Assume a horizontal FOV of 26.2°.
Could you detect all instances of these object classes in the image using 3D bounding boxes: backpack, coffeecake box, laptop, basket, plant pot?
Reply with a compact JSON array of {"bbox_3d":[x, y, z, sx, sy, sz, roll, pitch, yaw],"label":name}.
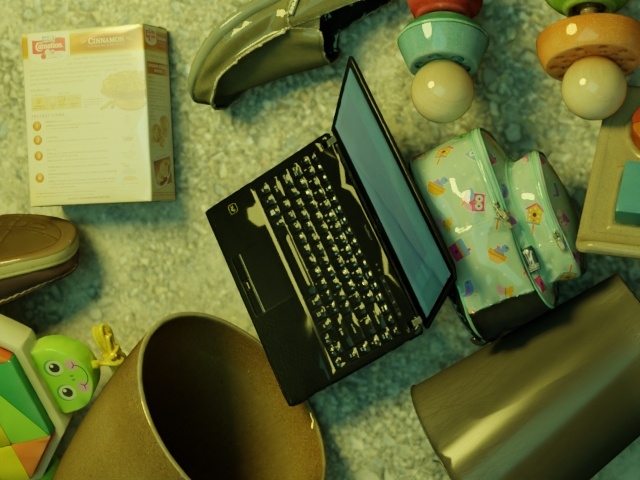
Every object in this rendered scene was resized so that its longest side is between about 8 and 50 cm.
[{"bbox_3d":[0.165,-0.016,1.293,0.144,0.166,0.188,-31,85,15],"label":"backpack"},{"bbox_3d":[-0.235,-0.131,1.462,0.142,0.068,0.185,-2,92,17],"label":"coffeecake box"},{"bbox_3d":[0.000,0.000,1.329,0.264,0.136,0.234,-31,71,21],"label":"laptop"},{"bbox_3d":[0.223,0.147,1.284,0.227,0.204,0.154,-36,120,10],"label":"basket"},{"bbox_3d":[-0.163,0.239,1.394,0.254,0.237,0.237,-41,81,30],"label":"plant pot"}]

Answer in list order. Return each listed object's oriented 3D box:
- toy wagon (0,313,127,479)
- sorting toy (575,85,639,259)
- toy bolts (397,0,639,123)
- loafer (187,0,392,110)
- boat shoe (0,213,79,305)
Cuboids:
[{"bbox_3d":[-0.371,0.161,1.457,0.344,0.068,0.267,-13,118,17],"label":"toy wagon"},{"bbox_3d":[0.394,-0.057,1.208,0.307,0.229,0.041,7,138,17],"label":"sorting toy"},{"bbox_3d":[0.171,-0.199,1.259,0.228,0.218,0.158,-7,69,24],"label":"toy bolts"},{"bbox_3d":[-0.027,-0.208,1.381,0.251,0.094,0.087,-39,77,15],"label":"loafer"},{"bbox_3d":[-0.408,0.068,1.515,0.342,0.123,0.123,-16,118,12],"label":"boat shoe"}]
